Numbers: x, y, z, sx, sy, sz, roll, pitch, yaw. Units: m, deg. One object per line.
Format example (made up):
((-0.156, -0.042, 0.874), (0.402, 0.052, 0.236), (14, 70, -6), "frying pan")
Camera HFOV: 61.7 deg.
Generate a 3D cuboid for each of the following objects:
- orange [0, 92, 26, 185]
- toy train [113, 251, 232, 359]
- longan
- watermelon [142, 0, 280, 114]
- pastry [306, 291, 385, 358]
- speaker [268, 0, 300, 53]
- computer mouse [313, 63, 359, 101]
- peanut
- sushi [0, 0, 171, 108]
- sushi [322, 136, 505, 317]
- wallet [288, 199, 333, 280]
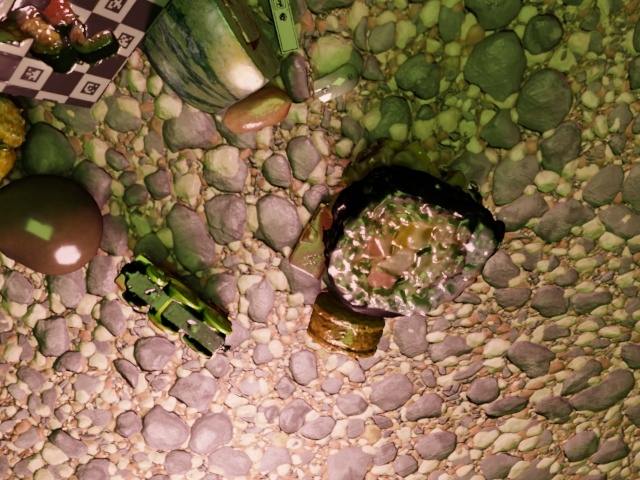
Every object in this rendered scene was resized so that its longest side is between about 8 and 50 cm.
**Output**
((-0.709, -0.207, 0.981), (0.300, 0.223, 0.301), (-28, 89, -11), "orange")
((-0.321, 0.144, 1.193), (0.100, 0.160, 0.296), (-46, 111, -1), "toy train")
((-0.549, -0.037, 1.078), (0.220, 0.196, 0.197), (27, 103, -17), "longan")
((-0.206, -0.382, 1.053), (0.261, 0.201, 0.213), (-14, 119, 44), "watermelon")
((0.059, 0.193, 1.248), (0.188, 0.189, 0.103), (16, 101, -13), "pastry")
((-0.083, -0.475, 1.071), (0.040, 0.046, 0.191), (-14, 110, -4), "speaker")
((0.033, -0.334, 1.142), (0.110, 0.032, 0.056), (-27, 110, 2), "computer mouse")
((-0.129, -0.271, 1.118), (0.152, 0.076, 0.076), (-20, 110, 5), "peanut")
((-0.445, -0.395, 0.900), (0.359, 0.343, 0.064), (-42, 75, 23), "sushi")
((0.166, -0.030, 1.146), (0.327, 0.285, 0.329), (13, 122, -14), "sushi")
((0.000, 0.000, 1.256), (0.095, 0.026, 0.176), (28, 103, -13), "wallet")
